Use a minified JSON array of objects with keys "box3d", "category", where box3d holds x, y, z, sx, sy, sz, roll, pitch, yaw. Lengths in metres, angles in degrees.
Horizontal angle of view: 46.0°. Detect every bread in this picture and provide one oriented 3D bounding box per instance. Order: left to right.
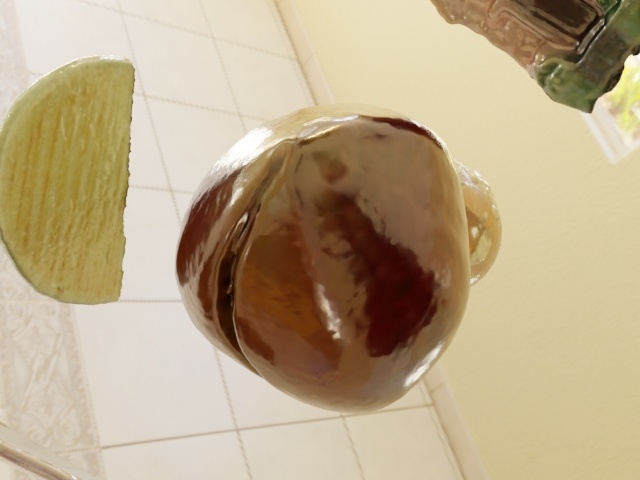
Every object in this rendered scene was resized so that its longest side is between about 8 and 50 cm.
[{"box3d":[-0.193,-0.040,0.549,0.112,0.036,0.193,-11,110,-53],"category":"bread"}]

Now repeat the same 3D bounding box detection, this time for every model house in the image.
[{"box3d":[0.181,-0.270,0.576,0.237,0.237,0.202,34,49,5],"category":"model house"}]

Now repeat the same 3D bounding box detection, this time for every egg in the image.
[{"box3d":[0.137,-0.017,0.972,0.233,0.195,0.195,26,43,-37],"category":"egg"}]

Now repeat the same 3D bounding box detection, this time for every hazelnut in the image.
[{"box3d":[0.000,0.000,0.467,0.208,0.208,0.208,24,44,-26],"category":"hazelnut"}]

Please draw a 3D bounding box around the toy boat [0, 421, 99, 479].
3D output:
[{"box3d":[-0.230,0.108,0.484,0.318,0.219,0.072,25,73,-8],"category":"toy boat"}]
